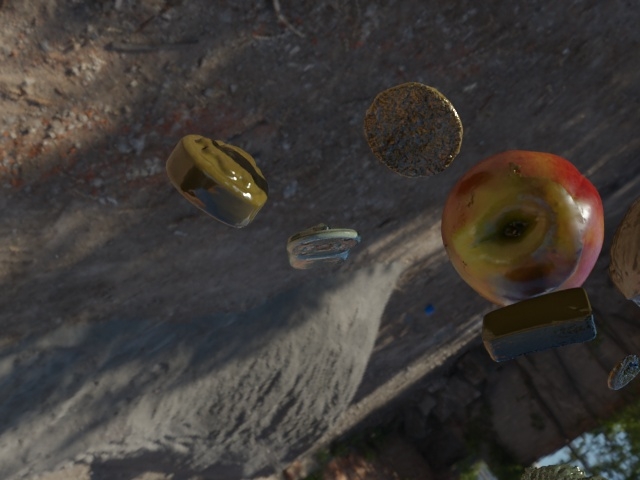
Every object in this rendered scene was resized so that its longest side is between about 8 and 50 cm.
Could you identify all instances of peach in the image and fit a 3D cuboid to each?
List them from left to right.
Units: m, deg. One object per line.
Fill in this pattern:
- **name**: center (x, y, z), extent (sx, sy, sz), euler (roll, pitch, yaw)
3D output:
- **peach**: center (0.436, -0.028, 1.487), extent (0.370, 0.370, 0.370), euler (-32, 161, -13)

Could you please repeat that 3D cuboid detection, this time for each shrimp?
- **shrimp**: center (0.494, 0.200, 1.093), extent (0.108, 0.023, 0.059), euler (-26, 126, -31)

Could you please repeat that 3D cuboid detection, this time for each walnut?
- **walnut**: center (0.535, 0.012, 1.052), extent (0.230, 0.178, 0.178), euler (-42, 164, -20)

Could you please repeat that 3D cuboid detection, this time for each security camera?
- **security camera**: center (0.000, 0.000, 1.490), extent (0.157, 0.080, 0.301), euler (-6, 169, -5)

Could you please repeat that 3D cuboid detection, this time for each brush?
- **brush**: center (0.401, 0.155, 1.260), extent (0.197, 0.059, 0.123), euler (-19, -163, 20)

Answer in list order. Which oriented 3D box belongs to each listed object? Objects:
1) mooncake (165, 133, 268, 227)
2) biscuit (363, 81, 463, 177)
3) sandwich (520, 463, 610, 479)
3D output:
- **mooncake**: center (-0.215, -0.136, 1.522), extent (0.117, 0.235, 0.235), euler (-51, 158, 18)
- **biscuit**: center (0.197, -0.233, 1.464), extent (0.220, 0.220, 0.033), euler (-51, -175, 37)
- **sandwich**: center (0.562, 0.615, 1.504), extent (0.262, 0.131, 0.325), euler (-11, -170, -31)
